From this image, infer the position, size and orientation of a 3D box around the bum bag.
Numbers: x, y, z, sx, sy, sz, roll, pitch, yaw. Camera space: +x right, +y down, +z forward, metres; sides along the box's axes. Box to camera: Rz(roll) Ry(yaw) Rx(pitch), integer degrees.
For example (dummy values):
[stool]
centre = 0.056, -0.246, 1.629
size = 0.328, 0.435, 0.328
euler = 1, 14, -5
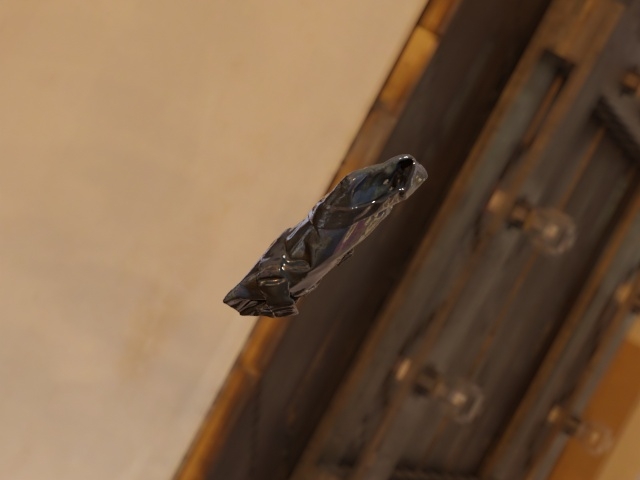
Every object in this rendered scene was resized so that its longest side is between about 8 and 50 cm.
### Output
[bum bag]
centre = 0.000, 0.000, 1.934
size = 0.137, 0.310, 0.074
euler = -1, 50, -55
